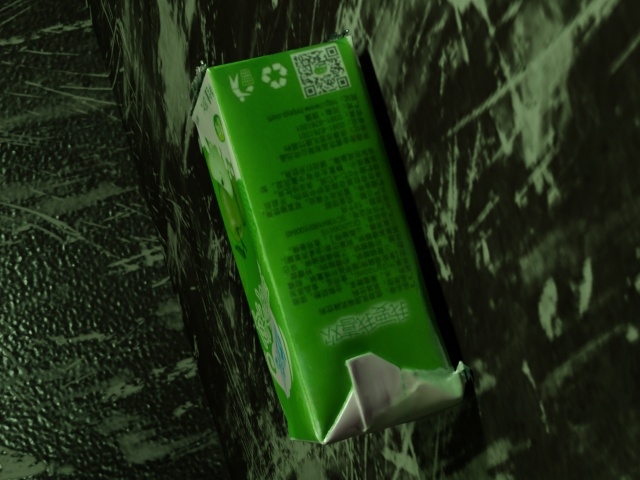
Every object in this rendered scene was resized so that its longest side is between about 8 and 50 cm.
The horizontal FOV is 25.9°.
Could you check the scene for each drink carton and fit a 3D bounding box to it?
[{"bbox_3d":[0.000,0.000,0.961,0.161,0.108,0.271,141,112,-79],"label":"drink carton"}]
